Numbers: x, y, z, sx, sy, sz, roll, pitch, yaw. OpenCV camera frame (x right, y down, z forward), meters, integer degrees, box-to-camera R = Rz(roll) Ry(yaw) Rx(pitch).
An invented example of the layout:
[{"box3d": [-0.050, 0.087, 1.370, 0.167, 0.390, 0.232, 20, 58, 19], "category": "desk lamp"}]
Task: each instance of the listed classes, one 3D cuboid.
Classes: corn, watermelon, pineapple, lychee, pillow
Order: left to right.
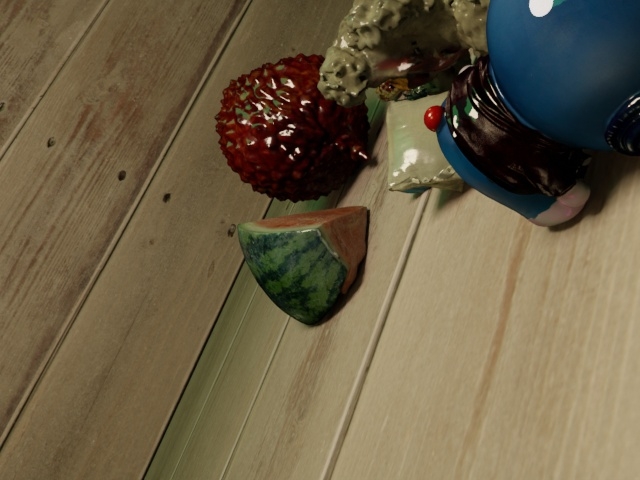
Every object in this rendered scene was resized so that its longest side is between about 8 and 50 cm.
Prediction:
[{"box3d": [-0.056, -0.302, 1.563, 0.500, 0.424, 0.425, 21, 81, 32], "category": "lychee"}, {"box3d": [-0.037, -0.001, 1.247, 0.283, 0.250, 0.293, -32, 35, 54], "category": "watermelon"}, {"box3d": [0.231, -0.476, 1.506, 0.253, 0.086, 0.086, -52, 17, 41], "category": "corn"}, {"box3d": [0.236, -0.362, 1.269, 0.221, 0.083, 0.103, -62, 30, -1], "category": "pineapple"}, {"box3d": [0.176, -0.167, 0.944, 0.078, 0.134, 0.181, 51, -141, -63], "category": "pillow"}]

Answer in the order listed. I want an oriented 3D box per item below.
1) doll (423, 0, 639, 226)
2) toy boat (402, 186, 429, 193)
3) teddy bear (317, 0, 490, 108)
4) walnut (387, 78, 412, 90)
[{"box3d": [0.260, -0.181, 0.573, 0.310, 0.240, 0.284, -46, 45, 49], "category": "doll"}, {"box3d": [0.194, -0.180, 1.048, 0.215, 0.102, 0.088, -57, 13, 22], "category": "toy boat"}, {"box3d": [0.216, -0.342, 0.924, 0.367, 0.357, 0.225, 13, 110, 55], "category": "teddy bear"}, {"box3d": [0.207, -0.453, 1.380, 0.211, 0.087, 0.167, 38, 114, 53], "category": "walnut"}]
